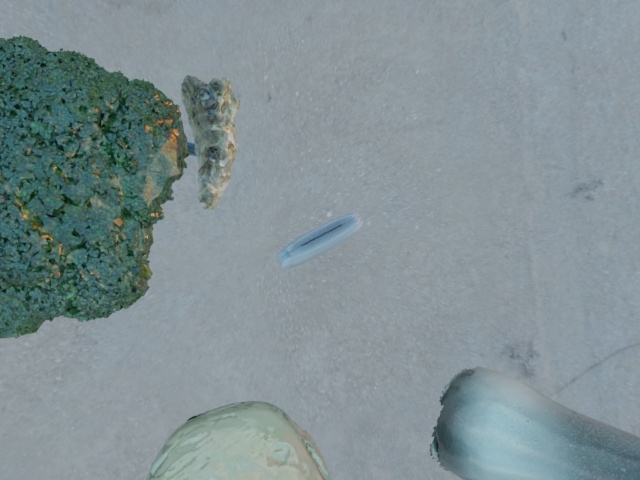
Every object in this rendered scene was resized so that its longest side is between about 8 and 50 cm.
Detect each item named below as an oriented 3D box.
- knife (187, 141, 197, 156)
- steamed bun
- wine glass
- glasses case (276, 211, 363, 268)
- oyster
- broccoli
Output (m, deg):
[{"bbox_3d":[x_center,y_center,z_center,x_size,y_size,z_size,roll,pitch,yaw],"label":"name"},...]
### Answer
[{"bbox_3d":[-0.337,-0.232,1.433,0.026,0.296,0.044,25,103,33],"label":"knife"},{"bbox_3d":[-0.046,0.164,0.335,0.112,0.130,0.091,-20,134,-20],"label":"steamed bun"},{"bbox_3d":[0.137,0.118,0.300,0.072,0.155,0.072,-5,99,-38],"label":"wine glass"},{"bbox_3d":[0.000,0.000,1.085,0.178,0.067,0.045,-28,77,-12],"label":"glasses case"},{"bbox_3d":[-0.158,-0.146,0.861,0.106,0.061,0.200,-13,109,17],"label":"oyster"},{"bbox_3d":[-0.273,-0.056,0.603,0.307,0.275,0.308,-1,87,19],"label":"broccoli"}]
